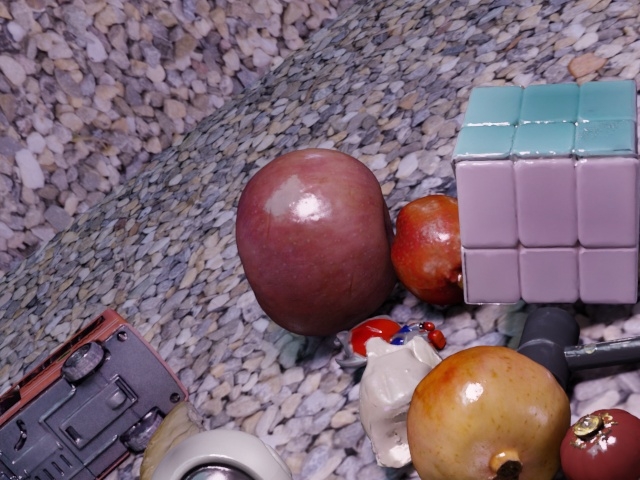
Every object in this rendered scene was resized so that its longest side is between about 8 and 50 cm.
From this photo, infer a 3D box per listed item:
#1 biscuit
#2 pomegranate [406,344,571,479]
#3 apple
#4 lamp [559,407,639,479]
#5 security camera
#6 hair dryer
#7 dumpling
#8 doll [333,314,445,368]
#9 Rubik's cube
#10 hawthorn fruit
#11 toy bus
[{"bbox_3d":[-0.227,0.343,1.893,0.141,0.038,0.290,-40,23,-6],"label":"biscuit"},{"bbox_3d":[0.191,0.216,1.368,0.191,0.191,0.191,-31,24,15],"label":"pomegranate"},{"bbox_3d":[0.000,0.000,1.884,0.235,0.306,0.306,-16,27,8],"label":"apple"},{"bbox_3d":[0.305,0.226,1.290,0.101,0.090,0.101,-29,25,15],"label":"lamp"},{"bbox_3d":[-0.108,0.339,1.483,0.194,0.236,0.194,-30,22,13],"label":"security camera"},{"bbox_3d":[0.341,0.130,1.462,0.219,0.071,0.124,-12,33,33],"label":"hair dryer"},{"bbox_3d":[0.114,0.204,1.584,0.136,0.118,0.199,-17,55,10],"label":"dumpling"},{"bbox_3d":[0.095,0.150,1.774,0.194,0.062,0.104,-2,58,42],"label":"doll"},{"bbox_3d":[0.302,-0.064,1.561,0.224,0.221,0.231,0,31,15],"label":"Rubik's cube"},{"bbox_3d":[0.189,0.016,1.768,0.169,0.169,0.188,-38,22,-2],"label":"hawthorn fruit"},{"bbox_3d":[-0.454,0.318,2.064,0.427,0.203,0.233,-40,19,-8],"label":"toy bus"}]
